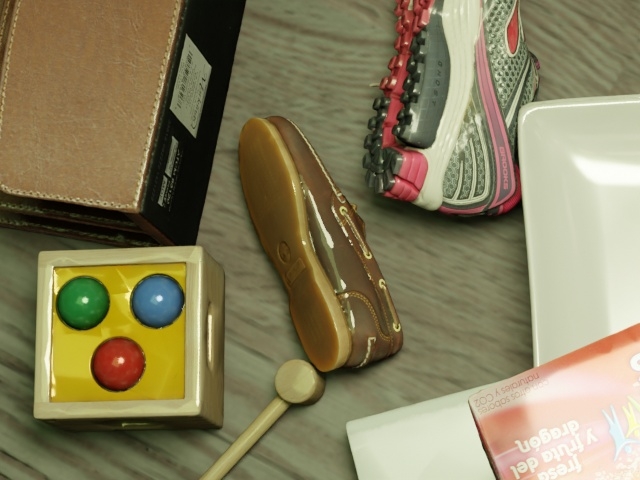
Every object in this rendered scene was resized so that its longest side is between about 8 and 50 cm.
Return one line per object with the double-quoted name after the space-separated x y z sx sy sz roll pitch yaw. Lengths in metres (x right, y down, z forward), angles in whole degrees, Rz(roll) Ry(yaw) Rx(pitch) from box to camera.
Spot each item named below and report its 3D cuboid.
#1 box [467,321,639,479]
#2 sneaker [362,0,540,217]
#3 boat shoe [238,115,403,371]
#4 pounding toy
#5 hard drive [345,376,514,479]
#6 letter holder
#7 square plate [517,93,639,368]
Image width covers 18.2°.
0.260 0.120 1.279 0.300 0.154 0.142 -23 71 0 "box"
0.117 -0.161 1.513 0.112 0.121 0.299 17 78 -17 "sneaker"
0.000 0.000 1.512 0.073 0.073 0.207 -12 76 -32 "boat shoe"
-0.104 0.099 1.488 0.206 0.094 0.181 -2 77 10 "pounding toy"
0.191 0.191 1.447 0.307 0.040 0.203 -16 75 5 "hard drive"
-0.186 -0.162 1.534 0.214 0.152 0.302 9 79 13 "letter holder"
0.317 0.059 1.394 0.344 0.049 0.347 -3 73 7 "square plate"
